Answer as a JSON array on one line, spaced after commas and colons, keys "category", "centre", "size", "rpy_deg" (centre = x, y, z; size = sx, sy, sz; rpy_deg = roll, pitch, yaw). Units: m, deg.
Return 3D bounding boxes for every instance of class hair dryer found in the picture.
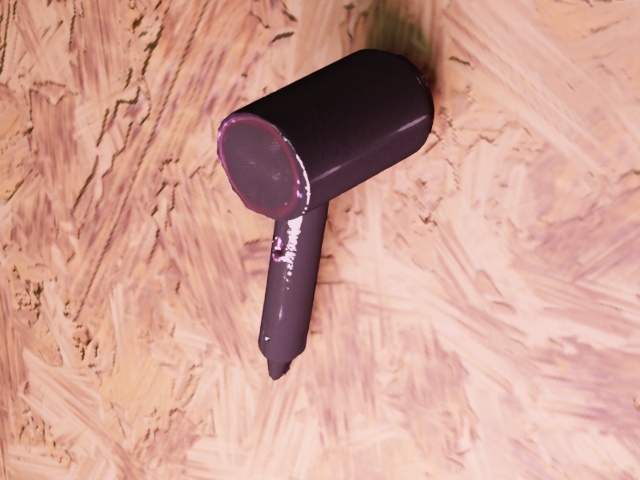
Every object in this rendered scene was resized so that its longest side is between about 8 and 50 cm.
[{"category": "hair dryer", "centre": [-0.001, 0.001, 0.756], "size": [0.070, 0.114, 0.248], "rpy_deg": [39, 143, 29]}]
